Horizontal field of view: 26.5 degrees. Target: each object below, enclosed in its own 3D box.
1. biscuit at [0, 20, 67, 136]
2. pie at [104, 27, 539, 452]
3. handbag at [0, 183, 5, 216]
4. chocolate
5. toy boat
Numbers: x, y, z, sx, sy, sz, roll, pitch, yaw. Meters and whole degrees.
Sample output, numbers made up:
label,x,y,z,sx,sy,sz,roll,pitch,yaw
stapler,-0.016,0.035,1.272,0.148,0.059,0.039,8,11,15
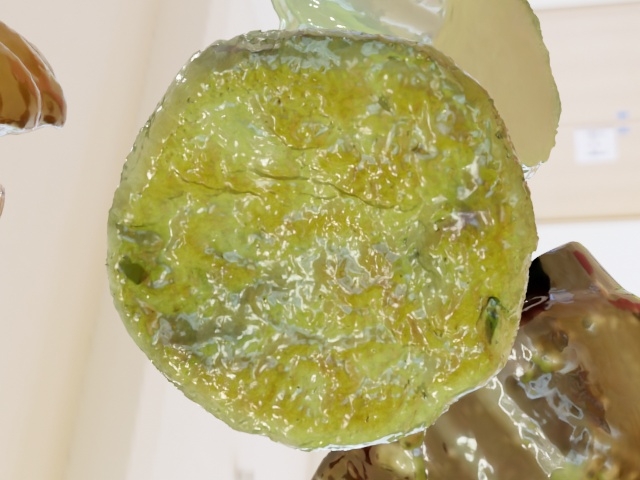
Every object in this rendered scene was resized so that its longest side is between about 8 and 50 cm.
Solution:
label,x,y,z,sx,sy,sz,roll,pitch,yaw
biscuit,-0.343,-0.107,0.952,0.326,0.325,0.107,-24,-68,-75
pie,0.000,0.000,0.567,0.041,0.187,0.187,-47,-47,-71
handbag,-0.445,-0.004,1.518,0.205,0.116,0.179,-8,60,62
chocolate,0.161,0.189,1.088,0.210,0.340,0.225,51,-158,25
toy boat,0.085,-0.124,0.957,0.290,0.100,0.199,50,-117,-39
